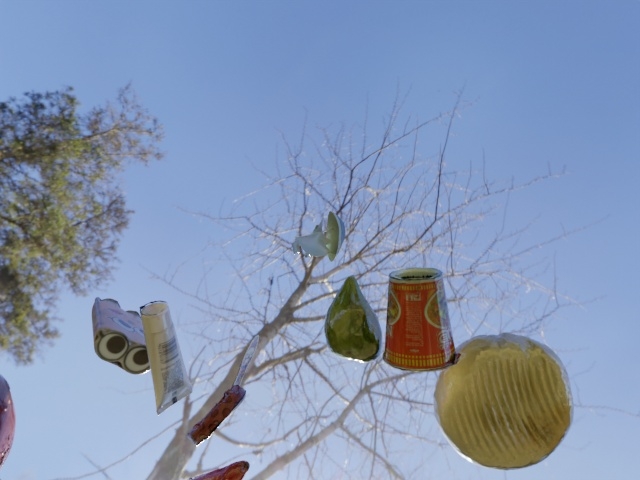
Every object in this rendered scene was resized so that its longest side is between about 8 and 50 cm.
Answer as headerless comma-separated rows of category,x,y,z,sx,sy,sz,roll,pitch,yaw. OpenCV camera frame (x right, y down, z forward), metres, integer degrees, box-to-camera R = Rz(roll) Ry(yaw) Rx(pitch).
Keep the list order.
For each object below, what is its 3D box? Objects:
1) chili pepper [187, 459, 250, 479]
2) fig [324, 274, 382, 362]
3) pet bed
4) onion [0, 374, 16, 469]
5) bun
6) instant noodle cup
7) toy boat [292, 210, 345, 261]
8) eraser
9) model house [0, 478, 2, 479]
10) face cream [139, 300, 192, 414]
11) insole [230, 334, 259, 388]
chili pepper,-0.220,0.537,1.094,0.168,0.088,0.065,-36,-44,17
fig,0.080,0.236,1.368,0.167,0.167,0.234,-25,-85,19
pet bed,-0.278,0.473,1.334,0.053,0.201,0.201,44,-69,0
onion,-0.316,0.173,0.357,0.147,0.183,0.184,38,-65,34
bun,0.478,0.419,1.321,0.364,0.219,0.366,0,-87,5
instant noodle cup,0.237,0.181,1.181,0.192,0.193,0.212,-3,-82,14
toy boat,0.005,0.007,1.039,0.034,0.149,0.106,8,-52,40
eraser,-0.533,0.247,1.307,0.171,0.290,0.087,40,-99,-26
model house,-0.525,0.462,0.717,0.166,0.172,0.183,-26,-120,9
face cream,-0.322,0.243,1.020,0.058,0.092,0.244,15,-61,37
insole,-0.226,0.372,1.455,0.004,0.065,0.197,22,-93,20
